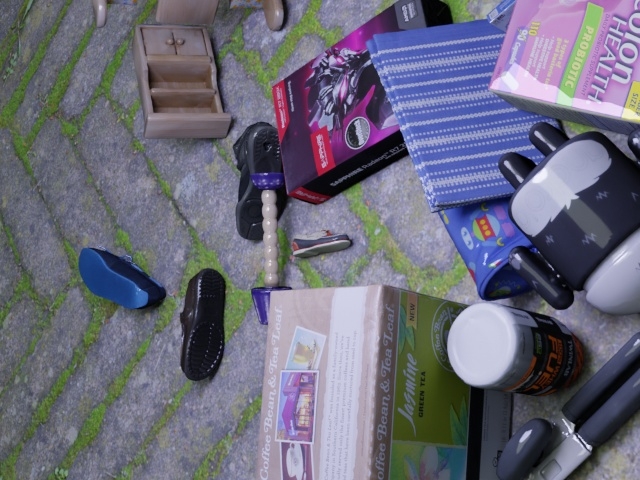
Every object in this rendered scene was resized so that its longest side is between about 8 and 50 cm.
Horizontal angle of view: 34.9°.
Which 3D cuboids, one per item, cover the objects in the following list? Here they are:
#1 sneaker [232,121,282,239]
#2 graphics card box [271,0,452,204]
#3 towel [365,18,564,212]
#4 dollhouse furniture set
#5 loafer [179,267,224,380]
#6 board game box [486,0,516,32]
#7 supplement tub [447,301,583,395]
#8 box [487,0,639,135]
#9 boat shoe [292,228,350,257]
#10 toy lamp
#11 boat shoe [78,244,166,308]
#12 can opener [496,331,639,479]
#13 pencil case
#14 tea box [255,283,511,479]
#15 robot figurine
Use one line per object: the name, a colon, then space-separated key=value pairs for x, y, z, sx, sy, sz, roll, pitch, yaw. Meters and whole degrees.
sneaker: x=-0.122 y=-0.120 z=1.952 sx=0.130 sy=0.087 sz=0.227 roll=-125 pitch=38 yaw=-67
graphics card box: x=0.078 y=-0.241 z=1.771 sx=0.371 sy=0.094 sz=0.233 roll=-26 pitch=61 yaw=37
towel: x=0.226 y=-0.199 z=1.546 sx=0.040 sy=0.243 sz=0.336 roll=99 pitch=157 yaw=-58
dollhouse furniture set: x=-0.253 y=-0.416 z=1.976 sx=0.394 sy=0.362 sz=0.256 roll=117 pitch=144 yaw=-53
loafer: x=-0.235 y=0.166 z=1.995 sx=0.078 sy=0.080 sz=0.220 roll=-12 pitch=65 yaw=53
board game box: x=0.316 y=-0.353 z=1.565 sx=0.090 sy=0.090 sz=0.020 roll=-38 pitch=53 yaw=31
supplement tub: x=0.273 y=0.152 z=1.400 sx=0.117 sy=0.190 sz=0.117 roll=-13 pitch=71 yaw=43
box: x=0.390 y=-0.272 z=1.414 sx=0.243 sy=0.117 sz=0.213 roll=20 pitch=93 yaw=32
boat shoe: x=0.000 y=0.000 z=1.819 sx=0.137 sy=0.049 sz=0.043 roll=-14 pitch=68 yaw=47
toy lamp: x=-0.090 y=0.016 z=1.858 sx=0.080 sy=0.080 sz=0.274 roll=0 pitch=90 yaw=45
boat shoe: x=-0.430 y=0.090 z=2.199 sx=0.258 sy=0.089 sz=0.109 roll=34 pitch=116 yaw=39
can opener: x=0.350 y=0.237 z=1.369 sx=0.283 sy=0.095 sz=0.076 roll=-52 pitch=49 yaw=22
pencil case: x=0.241 y=-0.055 z=1.538 sx=0.133 sy=0.119 sz=0.306 roll=-42 pitch=53 yaw=26
tea box: x=0.097 y=0.250 z=1.456 sx=0.220 sy=0.323 sz=0.329 roll=-6 pitch=75 yaw=44
robot figurine: x=0.363 y=-0.031 z=1.349 sx=0.278 sy=0.173 sz=0.209 roll=50 pitch=147 yaw=20
